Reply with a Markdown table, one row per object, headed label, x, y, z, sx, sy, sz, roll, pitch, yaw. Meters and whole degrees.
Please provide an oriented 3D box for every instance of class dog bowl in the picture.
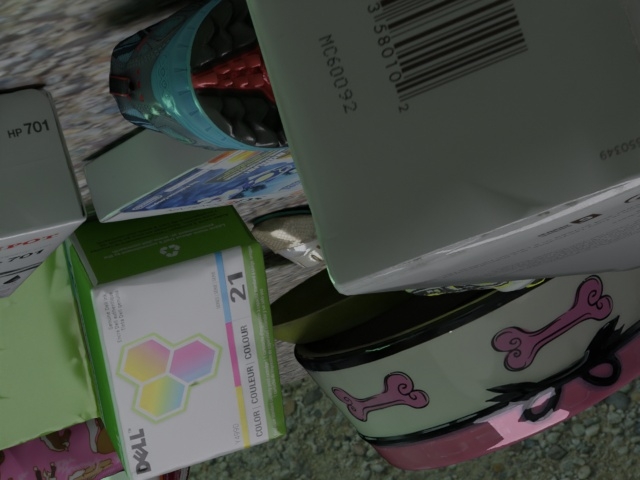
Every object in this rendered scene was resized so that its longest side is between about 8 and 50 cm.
| label | x | y | z | sx | sy | sz | roll | pitch | yaw |
| --- | --- | --- | --- | --- | --- | --- | --- | --- | --- |
| dog bowl | 0.184 | 0.081 | 1.891 | 0.408 | 0.150 | 0.408 | -26 | -172 | 4 |

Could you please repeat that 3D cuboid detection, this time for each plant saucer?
| label | x | y | z | sx | sy | sz | roll | pitch | yaw |
| --- | --- | --- | --- | --- | --- | --- | --- | --- | --- |
| plant saucer | 0.047 | 0.045 | 1.909 | 0.241 | 0.037 | 0.241 | -27 | -173 | 4 |

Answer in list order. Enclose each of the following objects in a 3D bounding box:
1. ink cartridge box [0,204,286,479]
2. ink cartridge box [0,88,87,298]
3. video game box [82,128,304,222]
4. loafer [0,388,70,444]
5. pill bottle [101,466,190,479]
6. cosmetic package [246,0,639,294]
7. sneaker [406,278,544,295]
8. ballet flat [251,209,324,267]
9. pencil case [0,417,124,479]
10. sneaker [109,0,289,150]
| label | x | y | z | sx | sy | sz | roll | pitch | yaw |
| --- | --- | --- | --- | --- | --- | --- | --- | --- | --- |
| ink cartridge box | -0.169 | 0.090 | 1.440 | 0.255 | 0.189 | 0.097 | -17 | -146 | -15 |
| ink cartridge box | -0.228 | -0.010 | 1.075 | 0.139 | 0.082 | 0.190 | -14 | 173 | -25 |
| video game box | -0.021 | -0.071 | 1.226 | 0.187 | 0.048 | 0.205 | -13 | 171 | -44 |
| loafer | -0.191 | 0.065 | 1.555 | 0.267 | 0.096 | 0.084 | -34 | -168 | -13 |
| pill bottle | -0.264 | 0.246 | 2.141 | 0.224 | 0.224 | 0.392 | -18 | 180 | 4 |
| cosmetic package | 0.123 | -0.091 | 0.870 | 0.155 | 0.197 | 0.365 | -21 | 170 | 25 |
| sneaker | 0.096 | -0.007 | 1.559 | 0.147 | 0.145 | 0.384 | -19 | 170 | 5 |
| ballet flat | 0.000 | 0.000 | 1.716 | 0.057 | 0.052 | 0.168 | -22 | 170 | 32 |
| pencil case | -0.253 | 0.158 | 1.722 | 0.167 | 0.160 | 0.386 | -31 | 173 | 40 |
| sneaker | 0.000 | -0.098 | 1.005 | 0.262 | 0.104 | 0.125 | -3 | -178 | -45 |
